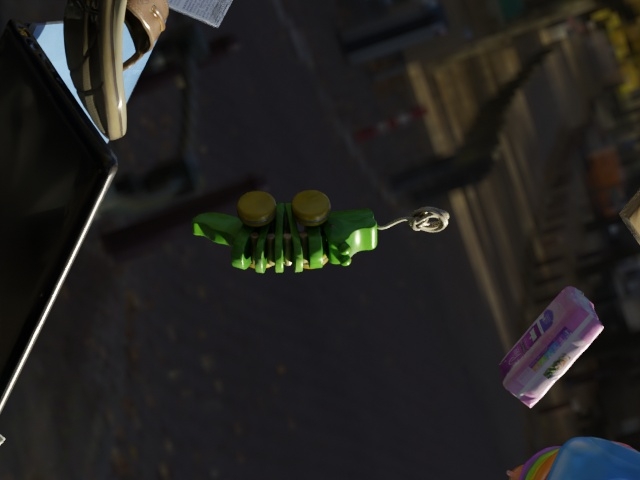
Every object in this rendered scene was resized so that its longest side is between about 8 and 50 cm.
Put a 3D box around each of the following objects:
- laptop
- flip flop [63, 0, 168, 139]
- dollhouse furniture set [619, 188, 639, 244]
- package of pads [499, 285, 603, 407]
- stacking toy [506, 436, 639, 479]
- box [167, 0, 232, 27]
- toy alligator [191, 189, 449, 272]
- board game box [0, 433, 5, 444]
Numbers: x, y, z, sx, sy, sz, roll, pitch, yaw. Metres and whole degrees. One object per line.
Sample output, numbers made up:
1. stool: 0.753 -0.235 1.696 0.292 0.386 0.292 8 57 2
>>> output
1. laptop: -0.244 0.011 1.769 0.236 0.382 0.408 13 25 -35
2. flip flop: -0.172 -0.219 1.663 0.112 0.080 0.277 -143 -127 -58
3. dollhouse furniture set: 0.416 0.011 1.568 0.242 0.161 0.212 52 -19 -25
4. package of pads: 0.164 0.075 1.362 0.032 0.083 0.050 38 13 -9
5. stacking toy: 0.302 0.312 2.321 0.165 0.175 0.302 -68 -166 -3
6. box: -0.147 -0.315 2.053 0.137 0.126 0.072 19 15 -41
7. toy alligator: 0.000 0.000 1.386 0.056 0.190 0.051 89 1 -46
8. board game box: -0.327 0.146 1.469 0.026 0.126 0.186 48 -4 -40
